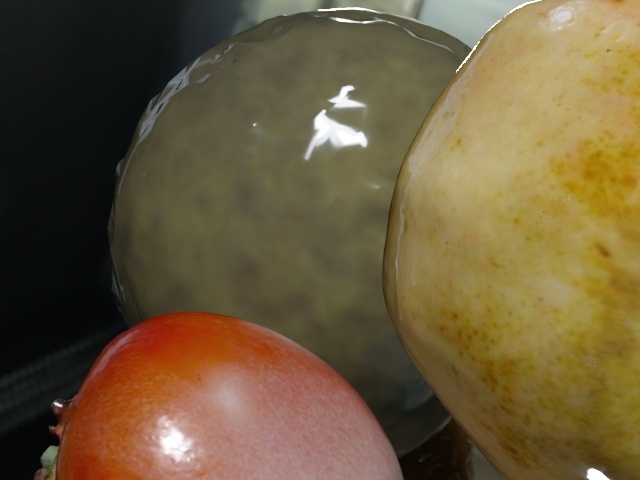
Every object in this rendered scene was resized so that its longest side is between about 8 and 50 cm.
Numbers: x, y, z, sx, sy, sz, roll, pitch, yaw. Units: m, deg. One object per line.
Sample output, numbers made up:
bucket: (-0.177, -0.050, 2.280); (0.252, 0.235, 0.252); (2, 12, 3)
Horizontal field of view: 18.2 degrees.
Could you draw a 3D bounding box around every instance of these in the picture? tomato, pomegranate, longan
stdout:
tomato: (-0.076, 0.223, 1.575); (0.321, 0.321, 0.322); (20, -90, -74)
pomegranate: (0.141, 0.009, 0.872); (0.229, 0.270, 0.252); (-51, -55, -4)
longan: (-0.006, -0.006, 1.867); (0.436, 0.404, 0.404); (-66, -14, 18)

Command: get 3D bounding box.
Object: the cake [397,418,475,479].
cake: (0.050, 0.263, 2.361); (0.293, 0.198, 0.196); (129, 144, -65)
